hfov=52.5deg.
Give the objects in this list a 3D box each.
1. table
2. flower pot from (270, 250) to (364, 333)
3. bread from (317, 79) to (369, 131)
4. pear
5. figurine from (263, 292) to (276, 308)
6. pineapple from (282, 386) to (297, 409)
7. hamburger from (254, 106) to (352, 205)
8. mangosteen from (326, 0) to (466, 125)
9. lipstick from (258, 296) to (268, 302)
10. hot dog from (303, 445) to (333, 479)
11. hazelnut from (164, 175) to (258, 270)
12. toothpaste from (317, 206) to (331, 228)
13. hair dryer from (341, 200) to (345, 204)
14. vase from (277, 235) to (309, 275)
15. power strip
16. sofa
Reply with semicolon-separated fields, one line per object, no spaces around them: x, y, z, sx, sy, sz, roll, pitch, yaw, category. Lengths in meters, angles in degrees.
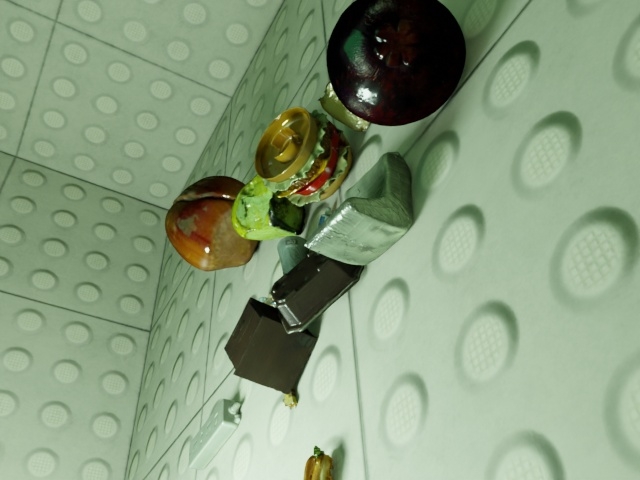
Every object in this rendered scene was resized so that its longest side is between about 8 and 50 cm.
-0.145;0.273;1.729;0.169;0.172;0.193;-63;22;3;table
-0.024;0.102;1.603;0.251;0.084;0.179;-42;25;2;flower pot
0.081;-0.421;1.826;0.140;0.160;0.169;-50;29;40;bread
-0.179;-0.128;2.066;0.255;0.164;0.238;-8;73;43;pear
-0.145;0.195;1.996;0.050;0.047;0.083;-19;45;44;figurine
-0.080;0.409;1.687;0.045;0.019;0.083;-56;24;16;pineapple
-0.036;-0.231;1.861;0.274;0.212;0.274;-29;47;36;hamburger
0.170;-0.403;1.474;0.347;0.307;0.307;-7;-61;-83;mangosteen
-0.181;0.238;2.051;0.037;0.037;0.116;-39;42;52;lipstick
-0.008;0.532;1.365;0.072;0.055;0.188;-27;47;55;hot dog
-0.382;-0.059;2.357;0.315;0.372;0.372;92;-177;-58;hazelnut
0.000;0.000;1.830;0.057;0.035;0.197;142;143;-79;toothpaste
0.076;-0.028;1.677;0.106;0.054;0.154;-61;33;11;hair dryer
-0.072;0.097;1.841;0.096;0.096;0.219;-52;31;37;vase
-0.336;0.612;2.057;0.338;0.058;0.098;-54;26;33;power strip
0.089;-0.084;1.501;0.210;0.176;0.225;-43;34;48;sofa
